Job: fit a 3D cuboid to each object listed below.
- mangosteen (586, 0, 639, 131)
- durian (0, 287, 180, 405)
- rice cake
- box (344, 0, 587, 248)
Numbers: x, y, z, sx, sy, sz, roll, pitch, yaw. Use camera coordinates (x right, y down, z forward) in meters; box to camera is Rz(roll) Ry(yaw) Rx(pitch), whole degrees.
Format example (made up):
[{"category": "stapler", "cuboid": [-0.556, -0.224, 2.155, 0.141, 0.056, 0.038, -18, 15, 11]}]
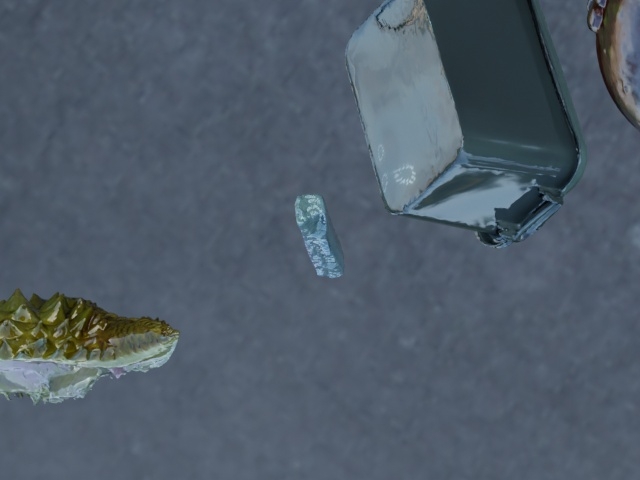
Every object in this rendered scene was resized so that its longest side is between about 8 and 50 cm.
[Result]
[{"category": "mangosteen", "cuboid": [0.305, -0.154, 1.213, 0.257, 0.215, 0.215, 7, 144, 0]}, {"category": "durian", "cuboid": [-0.202, 0.073, 1.466, 0.224, 0.078, 0.140, -13, 154, 26]}, {"category": "rice cake", "cuboid": [0.000, 0.000, 1.744, 0.030, 0.042, 0.180, -7, 162, 5]}, {"category": "box", "cuboid": [0.125, -0.125, 1.694, 0.135, 0.243, 0.163, 6, 147, -33]}]
